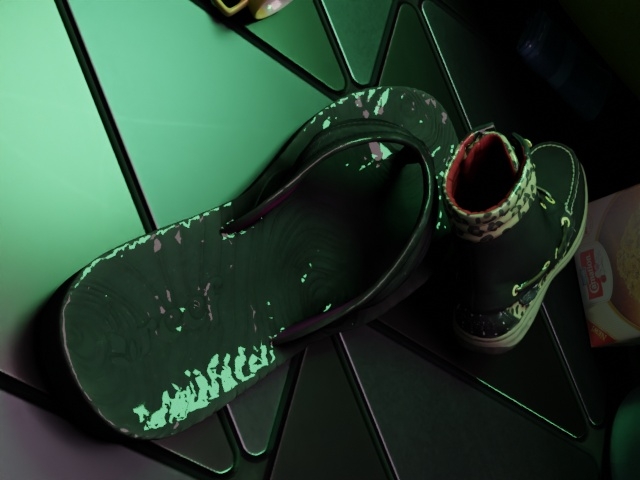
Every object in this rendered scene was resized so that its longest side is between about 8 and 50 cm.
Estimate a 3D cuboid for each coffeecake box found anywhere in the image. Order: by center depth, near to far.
[{"bbox_3d":[0.336,0.014,1.009,0.068,0.185,0.142,3,72,-38],"label":"coffeecake box"}]

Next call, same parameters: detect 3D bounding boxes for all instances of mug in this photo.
[{"bbox_3d":[-0.052,-0.224,0.872,0.064,0.062,0.078,55,43,1],"label":"mug"}]

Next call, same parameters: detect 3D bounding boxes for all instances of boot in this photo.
[{"bbox_3d":[0.172,-0.040,0.910,0.236,0.085,0.178,-59,151,-32],"label":"boot"}]

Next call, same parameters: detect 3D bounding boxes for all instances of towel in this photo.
[{"bbox_3d":[0.258,-0.184,1.122,0.119,0.029,0.067,39,55,-21],"label":"towel"}]

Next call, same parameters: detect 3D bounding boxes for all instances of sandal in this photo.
[{"bbox_3d":[0.000,0.003,0.797,0.446,0.107,0.167,-38,100,-41],"label":"sandal"}]

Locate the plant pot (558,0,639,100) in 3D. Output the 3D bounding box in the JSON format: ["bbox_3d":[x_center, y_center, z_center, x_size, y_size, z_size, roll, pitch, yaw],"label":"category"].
[{"bbox_3d":[0.366,-0.317,1.041,0.353,0.366,0.366,44,48,12],"label":"plant pot"}]

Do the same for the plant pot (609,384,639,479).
[{"bbox_3d":[0.415,0.198,0.960,0.272,0.255,0.271,15,65,-35],"label":"plant pot"}]
